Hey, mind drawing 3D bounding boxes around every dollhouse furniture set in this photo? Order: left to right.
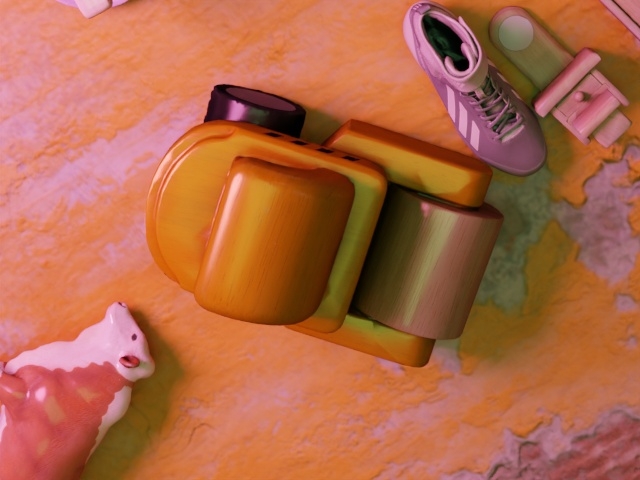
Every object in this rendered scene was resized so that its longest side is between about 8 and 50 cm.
[{"bbox_3d":[0.287,-0.215,1.331,0.174,0.355,0.303,42,101,-8],"label":"dollhouse furniture set"}]

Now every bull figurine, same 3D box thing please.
[{"bbox_3d":[-0.297,0.189,1.570,0.188,0.101,0.310,25,101,-1],"label":"bull figurine"}]

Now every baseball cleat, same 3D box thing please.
[{"bbox_3d":[0.148,-0.136,1.478,0.072,0.109,0.206,-41,102,5],"label":"baseball cleat"}]

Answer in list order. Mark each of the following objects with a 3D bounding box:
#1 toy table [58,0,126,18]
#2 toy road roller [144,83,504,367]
[{"bbox_3d":[-0.256,-0.330,1.412,0.252,0.161,0.274,-39,101,10],"label":"toy table"},{"bbox_3d":[0.000,0.000,1.445,0.330,0.240,0.202,17,104,-3],"label":"toy road roller"}]
